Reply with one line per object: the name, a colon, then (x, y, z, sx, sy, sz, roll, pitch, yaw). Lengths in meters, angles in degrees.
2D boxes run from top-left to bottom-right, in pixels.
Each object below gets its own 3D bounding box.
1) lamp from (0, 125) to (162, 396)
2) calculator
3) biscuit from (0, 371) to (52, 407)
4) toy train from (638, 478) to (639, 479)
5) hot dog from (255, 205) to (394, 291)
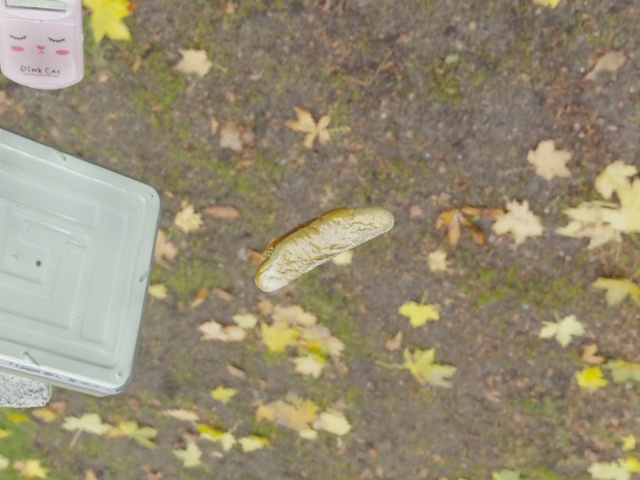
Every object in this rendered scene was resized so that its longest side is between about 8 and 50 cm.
lamp: (-0.315, 0.019, 1.049, 0.266, 0.269, 0.047, 21, 151, -31)
calculator: (-0.326, -0.243, 1.088, 0.100, 0.032, 0.175, 2, 145, -11)
biscuit: (-0.457, 0.136, 1.145, 0.250, 0.046, 0.147, 3, 110, -8)
toy train: (0.269, 0.284, 0.551, 0.189, 0.307, 0.126, 32, 121, -29)
hot dog: (0.000, 0.000, 1.464, 0.073, 0.242, 0.084, 64, 167, -7)
